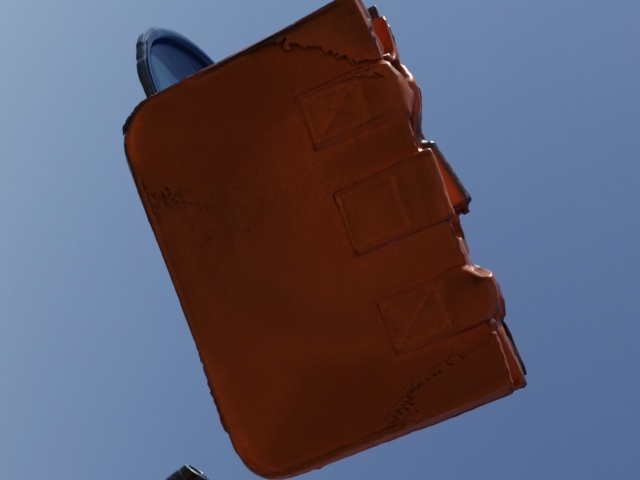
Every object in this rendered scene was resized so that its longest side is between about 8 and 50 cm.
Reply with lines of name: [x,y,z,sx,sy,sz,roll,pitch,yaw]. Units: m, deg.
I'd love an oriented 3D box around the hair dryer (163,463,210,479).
hair dryer: [-0.208,0.402,1.666,0.195,0.075,0.219,-56,-169,-6]

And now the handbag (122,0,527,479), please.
handbag: [0.000,0.000,1.219,0.303,0.116,0.410,-24,-100,17]

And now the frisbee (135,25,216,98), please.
frisbee: [-0.146,-0.137,1.577,0.049,0.289,0.289,-31,-129,19]
